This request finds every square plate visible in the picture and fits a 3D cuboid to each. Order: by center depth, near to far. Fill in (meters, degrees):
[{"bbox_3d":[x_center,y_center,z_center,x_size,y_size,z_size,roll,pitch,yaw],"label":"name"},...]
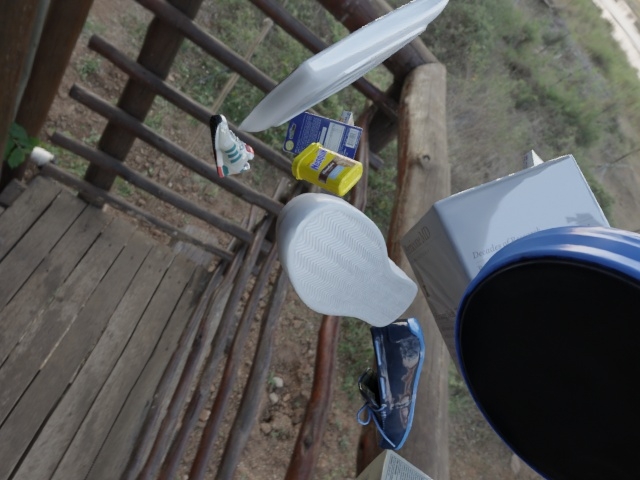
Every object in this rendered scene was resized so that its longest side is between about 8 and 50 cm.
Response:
[{"bbox_3d":[0.034,-0.316,0.863,0.344,0.347,0.049,-37,103,-23],"label":"square plate"}]

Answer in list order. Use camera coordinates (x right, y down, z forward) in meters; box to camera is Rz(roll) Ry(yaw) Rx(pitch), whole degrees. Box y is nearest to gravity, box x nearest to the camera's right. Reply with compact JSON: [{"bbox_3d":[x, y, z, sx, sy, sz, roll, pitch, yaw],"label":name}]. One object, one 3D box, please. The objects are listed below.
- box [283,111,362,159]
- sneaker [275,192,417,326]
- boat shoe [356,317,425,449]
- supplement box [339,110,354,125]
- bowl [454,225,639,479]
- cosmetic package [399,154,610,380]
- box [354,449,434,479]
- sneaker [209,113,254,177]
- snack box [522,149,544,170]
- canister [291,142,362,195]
[{"bbox_3d":[0.005,-0.321,1.468,0.226,0.136,0.036,15,18,-5],"label":"box"},{"bbox_3d":[0.000,0.000,0.544,0.169,0.108,0.292,46,1,33],"label":"sneaker"},{"bbox_3d":[0.101,0.226,0.741,0.089,0.258,0.109,1,23,-4],"label":"boat shoe"},{"bbox_3d":[0.091,-0.410,1.649,0.036,0.098,0.062,18,83,11],"label":"supplement box"},{"bbox_3d":[0.347,0.176,0.608,0.077,0.391,0.391,-21,76,-34],"label":"bowl"},{"bbox_3d":[0.432,0.083,1.049,0.328,0.329,0.393,-21,79,-7],"label":"cosmetic package"},{"bbox_3d":[0.165,0.507,0.798,0.232,0.126,0.148,35,26,4],"label":"box"},{"bbox_3d":[-0.166,-0.182,0.880,0.076,0.161,0.057,-10,62,-13],"label":"sneaker"},{"bbox_3d":[0.612,-0.181,1.293,0.100,0.037,0.141,40,38,-12],"label":"snack box"},{"bbox_3d":[0.021,-0.207,1.347,0.170,0.073,0.126,28,58,26],"label":"canister"}]
